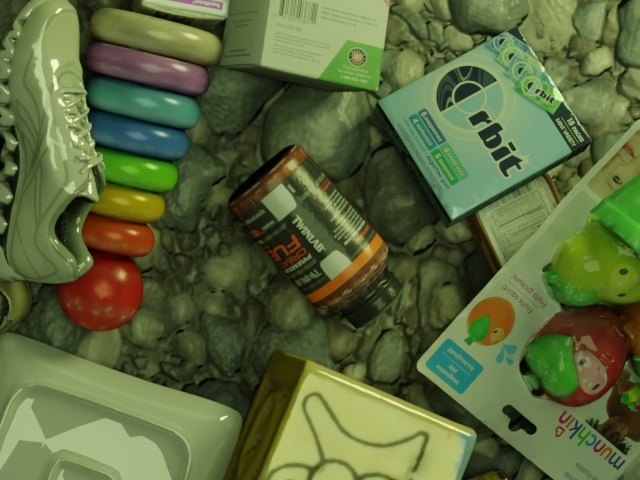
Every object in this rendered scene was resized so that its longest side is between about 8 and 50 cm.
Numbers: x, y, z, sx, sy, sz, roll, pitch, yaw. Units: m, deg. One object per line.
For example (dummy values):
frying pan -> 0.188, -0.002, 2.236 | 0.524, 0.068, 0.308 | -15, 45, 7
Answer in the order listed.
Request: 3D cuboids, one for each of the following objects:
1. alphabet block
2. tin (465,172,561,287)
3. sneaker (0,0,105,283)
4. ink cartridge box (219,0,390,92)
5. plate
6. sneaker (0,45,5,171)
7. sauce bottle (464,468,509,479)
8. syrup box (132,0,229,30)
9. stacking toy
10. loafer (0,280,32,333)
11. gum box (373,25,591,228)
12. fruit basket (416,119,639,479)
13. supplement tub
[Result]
alphabet block -> 0.020, 0.240, 1.808 | 0.197, 0.193, 0.192 | 24, 83, -11
tin -> 0.230, -0.002, 1.936 | 0.106, 0.040, 0.190 | -25, 95, -7
sneaker -> -0.263, -0.097, 1.724 | 0.118, 0.110, 0.292 | 10, 98, 28
ink cartridge box -> -0.008, -0.274, 1.837 | 0.154, 0.093, 0.212 | 9, 89, -32
plate -> -0.252, 0.267, 1.803 | 0.277, 0.045, 0.278 | 20, 87, -3
sneaker -> -0.410, -0.059, 1.735 | 0.146, 0.122, 0.330 | 11, 61, 24
sauce bottle -> 0.149, 0.291, 1.912 | 0.128, 0.042, 0.042 | -21, 94, -12
syrup box -> -0.133, -0.348, 1.829 | 0.096, 0.093, 0.237 | 10, 88, -11
stacking toy -> -0.206, -0.068, 1.806 | 0.141, 0.141, 0.330 | 13, 93, -12
loafer -> -0.427, 0.078, 1.763 | 0.268, 0.092, 0.102 | -17, 93, -12
gum box -> 0.178, -0.125, 1.903 | 0.184, 0.041, 0.157 | -30, 79, -11
fruit basket -> 0.323, 0.092, 1.865 | 0.327, 0.165, 0.353 | 41, 87, -32
supplement tub -> 0.000, 0.000, 1.850 | 0.106, 0.106, 0.198 | -43, 98, -9
